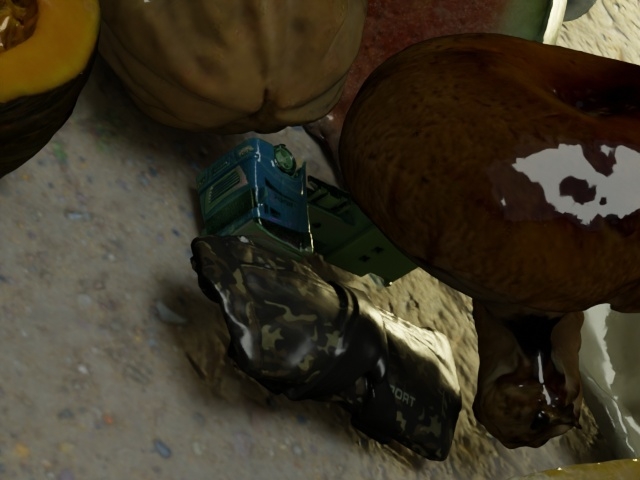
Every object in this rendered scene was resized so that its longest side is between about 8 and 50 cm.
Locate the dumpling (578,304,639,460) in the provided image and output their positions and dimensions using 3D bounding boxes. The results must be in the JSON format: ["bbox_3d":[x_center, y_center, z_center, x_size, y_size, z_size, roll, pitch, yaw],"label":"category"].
[{"bbox_3d":[0.300,0.109,1.451,0.260,0.181,0.341,-15,101,-30],"label":"dumpling"}]

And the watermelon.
[{"bbox_3d":[0.079,-0.167,1.458,0.193,0.232,0.310,1,101,-51],"label":"watermelon"}]

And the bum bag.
[{"bbox_3d":[0.012,0.070,1.234,0.248,0.069,0.102,23,25,-39],"label":"bum bag"}]

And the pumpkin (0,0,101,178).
[{"bbox_3d":[-0.270,-0.127,1.060,0.317,0.139,0.221,-21,77,-52],"label":"pumpkin"}]

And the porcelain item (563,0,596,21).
[{"bbox_3d":[0.268,-0.295,1.836,0.141,0.141,0.259,46,41,-3],"label":"porcelain item"}]

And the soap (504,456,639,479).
[{"bbox_3d":[0.223,0.303,1.170,0.293,0.156,0.335,1,55,-43],"label":"soap"}]

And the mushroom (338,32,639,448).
[{"bbox_3d":[0.126,-0.030,1.270,0.267,0.254,0.267,40,17,-15],"label":"mushroom"}]

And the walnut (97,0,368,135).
[{"bbox_3d":[-0.072,-0.182,1.287,0.198,0.198,0.245,3,64,-47],"label":"walnut"}]

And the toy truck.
[{"bbox_3d":[0.000,0.000,1.301,0.175,0.067,0.081,24,47,-37],"label":"toy truck"}]
